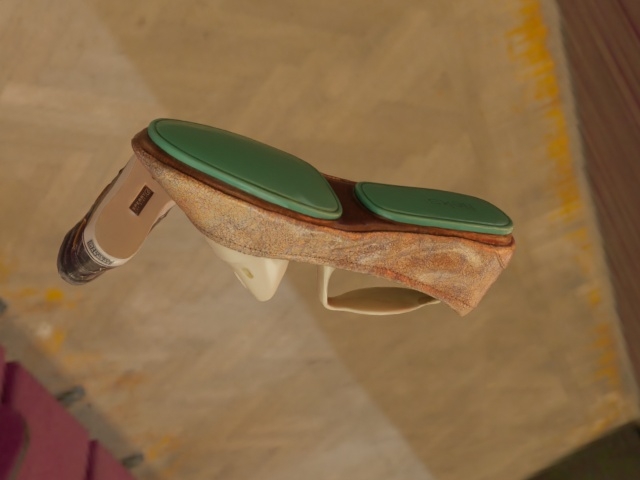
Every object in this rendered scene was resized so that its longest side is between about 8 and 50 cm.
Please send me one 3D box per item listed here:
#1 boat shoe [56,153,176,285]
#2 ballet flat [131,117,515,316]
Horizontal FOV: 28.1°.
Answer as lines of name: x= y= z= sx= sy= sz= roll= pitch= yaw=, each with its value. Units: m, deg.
boat shoe: x=-0.176 y=-0.035 z=1.180 sx=0.065 sy=0.183 sz=0.083 roll=48 pitch=137 yaw=-14
ballet flat: x=0.000 y=0.000 z=0.948 sx=0.316 sy=0.107 sz=0.106 roll=14 pitch=115 yaw=-22
